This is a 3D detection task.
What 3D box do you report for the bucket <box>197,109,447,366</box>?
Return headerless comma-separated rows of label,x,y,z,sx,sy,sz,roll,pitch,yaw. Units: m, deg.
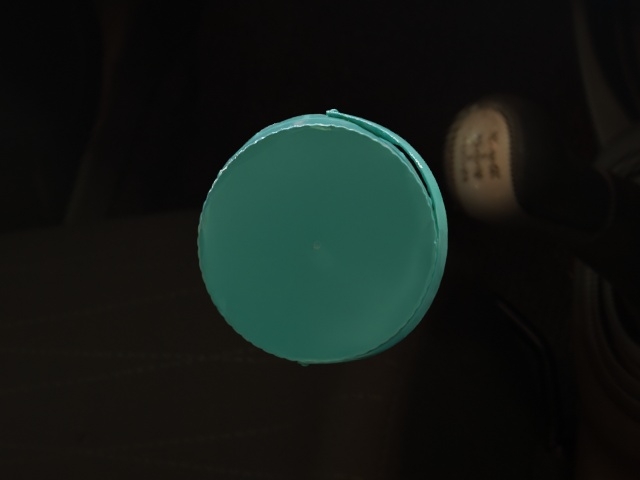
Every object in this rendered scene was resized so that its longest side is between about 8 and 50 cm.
bucket,0.000,0.000,1.414,0.281,0.281,0.183,-48,2,3
